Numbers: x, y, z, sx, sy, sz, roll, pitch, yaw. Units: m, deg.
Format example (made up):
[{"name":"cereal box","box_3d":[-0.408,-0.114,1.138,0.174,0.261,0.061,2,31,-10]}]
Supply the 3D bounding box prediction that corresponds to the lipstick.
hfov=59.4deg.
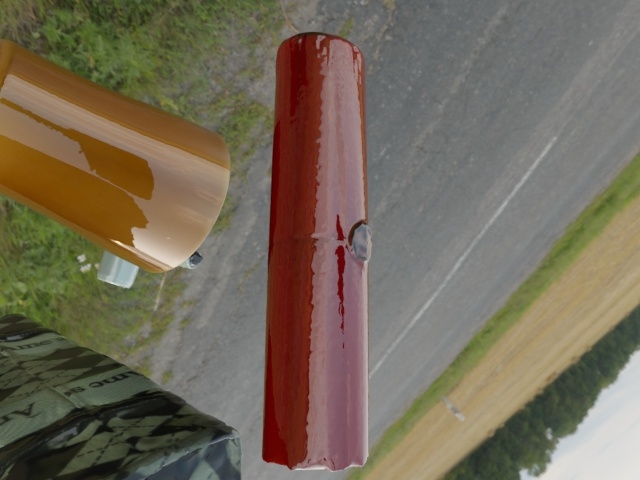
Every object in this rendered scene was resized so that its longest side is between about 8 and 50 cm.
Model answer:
[{"name":"lipstick","box_3d":[-0.001,0.000,0.374,0.073,0.280,0.073,1,168,0]}]

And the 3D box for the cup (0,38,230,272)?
[{"name":"cup","box_3d":[-0.244,-0.096,0.608,0.264,0.226,0.182,28,106,-44]}]

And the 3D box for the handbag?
[{"name":"handbag","box_3d":[-0.228,0.258,0.483,0.180,0.416,0.317,-14,104,-43]}]

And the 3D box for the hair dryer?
[{"name":"hair dryer","box_3d":[-0.305,0.032,1.033,0.073,0.236,0.131,33,68,-56]}]
